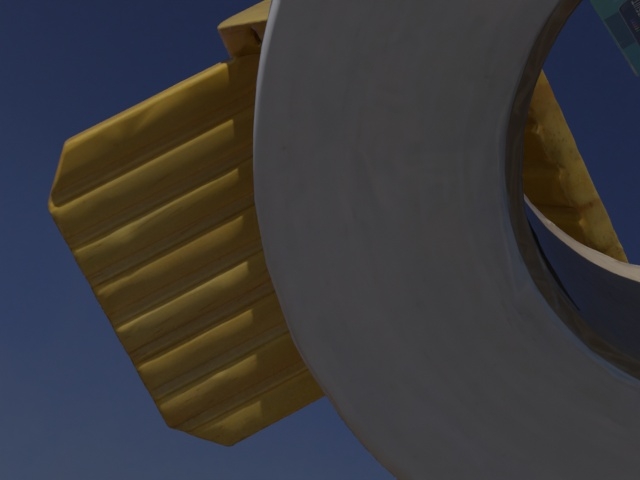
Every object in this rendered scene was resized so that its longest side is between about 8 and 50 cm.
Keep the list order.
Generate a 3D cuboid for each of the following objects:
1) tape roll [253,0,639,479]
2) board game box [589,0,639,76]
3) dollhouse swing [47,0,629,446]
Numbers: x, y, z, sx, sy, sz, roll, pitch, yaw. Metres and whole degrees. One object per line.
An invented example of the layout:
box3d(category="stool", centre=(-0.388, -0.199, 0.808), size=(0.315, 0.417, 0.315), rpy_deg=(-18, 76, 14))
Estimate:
box3d(category="tape roll", centre=(0.122, -0.037, 0.426), size=(0.286, 0.286, 0.100), rpy_deg=(30, 17, -11))
box3d(category="board game box", centre=(0.244, -0.311, 1.333), size=(0.079, 0.253, 0.336), rpy_deg=(-28, -16, 15))
box3d(category="dollhouse swing", centre=(0.000, 0.000, 1.122), size=(0.346, 0.305, 0.315), rpy_deg=(64, -18, -15))
